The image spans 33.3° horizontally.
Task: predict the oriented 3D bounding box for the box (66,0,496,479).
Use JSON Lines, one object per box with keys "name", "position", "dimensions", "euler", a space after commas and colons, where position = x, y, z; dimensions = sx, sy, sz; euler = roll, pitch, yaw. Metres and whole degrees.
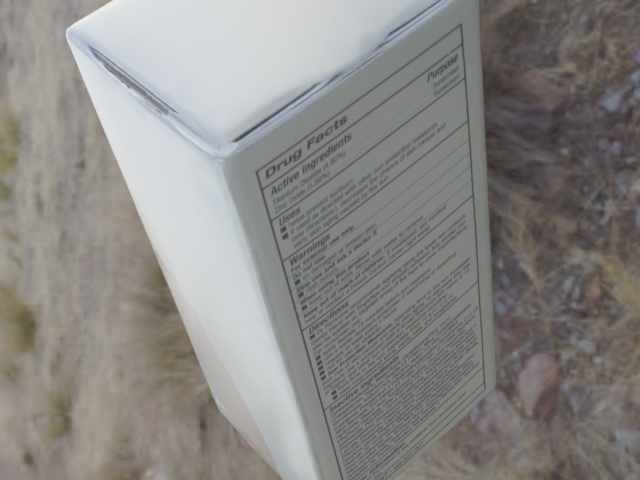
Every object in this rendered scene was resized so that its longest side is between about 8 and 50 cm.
{"name": "box", "position": [0.000, 0.000, 0.562], "dimensions": [0.121, 0.148, 0.311], "euler": [39, 154, 35]}
